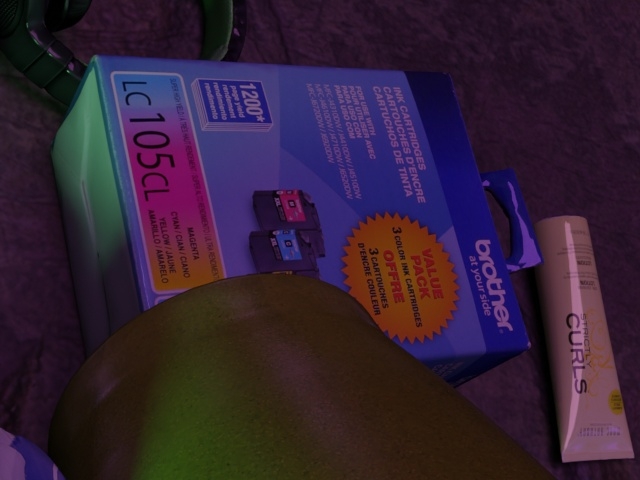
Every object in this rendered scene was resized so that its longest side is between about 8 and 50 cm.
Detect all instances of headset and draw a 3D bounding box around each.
[{"bbox_3d":[-0.210,-0.280,0.879,0.394,0.185,0.243,43,53,-19],"label":"headset"}]

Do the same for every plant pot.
[{"bbox_3d":[-0.002,0.215,0.603,0.366,0.366,0.353,-1,38,-30],"label":"plant pot"}]

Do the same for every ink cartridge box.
[{"bbox_3d":[0.000,0.000,0.891,0.395,0.151,0.270,-2,69,-32],"label":"ink cartridge box"}]

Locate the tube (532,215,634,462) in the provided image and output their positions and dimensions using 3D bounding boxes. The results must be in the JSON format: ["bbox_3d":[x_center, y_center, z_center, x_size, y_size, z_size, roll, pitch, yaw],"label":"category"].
[{"bbox_3d":[0.255,0.096,1.045,0.070,0.062,0.240,-9,72,11],"label":"tube"}]

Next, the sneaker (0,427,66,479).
[{"bbox_3d":[-0.240,0.210,0.591,0.182,0.315,0.127,40,29,-52],"label":"sneaker"}]
